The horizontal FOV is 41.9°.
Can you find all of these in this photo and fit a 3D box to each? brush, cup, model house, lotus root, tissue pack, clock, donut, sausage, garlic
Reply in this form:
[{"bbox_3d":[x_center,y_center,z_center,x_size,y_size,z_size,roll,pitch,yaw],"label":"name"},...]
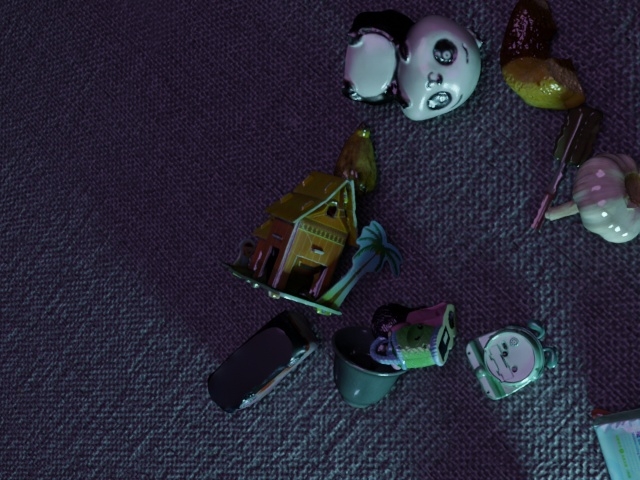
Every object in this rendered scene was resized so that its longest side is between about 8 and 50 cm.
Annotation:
[{"bbox_3d":[0.548,-0.160,1.894,0.084,0.071,0.301,31,109,39],"label":"brush"},{"bbox_3d":[0.105,0.321,2.018,0.199,0.199,0.150,27,117,23],"label":"cup"},{"bbox_3d":[0.000,0.000,2.068,0.300,0.340,0.323,22,92,54],"label":"model house"},{"bbox_3d":[0.093,-0.198,2.086,0.108,0.094,0.190,9,82,-1],"label":"lotus root"},{"bbox_3d":[0.695,0.488,1.751,0.177,0.089,0.263,-17,90,26],"label":"tissue pack"},{"bbox_3d":[0.207,0.219,1.961,0.195,0.194,0.100,-3,124,28],"label":"clock"},{"bbox_3d":[0.469,-0.415,1.896,0.151,0.112,0.295,-31,60,37],"label":"donut"},{"bbox_3d":[0.692,0.406,1.809,0.223,0.029,0.029,15,94,24],"label":"sausage"},{"bbox_3d":[0.594,-0.076,1.823,0.226,0.199,0.199,-24,76,47],"label":"garlic"},{"bbox_3d":[0.438,0.265,1.916,0.188,0.060,0.148,-32,75,19],"label":"clock"}]

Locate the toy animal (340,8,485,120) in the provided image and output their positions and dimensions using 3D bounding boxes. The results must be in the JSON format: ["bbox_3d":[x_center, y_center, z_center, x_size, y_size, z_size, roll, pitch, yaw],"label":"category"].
[{"bbox_3d":[0.221,-0.419,1.966,0.310,0.251,0.251,14,93,12],"label":"toy animal"}]

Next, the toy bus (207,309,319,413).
[{"bbox_3d":[-0.144,0.311,2.132,0.303,0.147,0.127,-44,71,18],"label":"toy bus"}]
